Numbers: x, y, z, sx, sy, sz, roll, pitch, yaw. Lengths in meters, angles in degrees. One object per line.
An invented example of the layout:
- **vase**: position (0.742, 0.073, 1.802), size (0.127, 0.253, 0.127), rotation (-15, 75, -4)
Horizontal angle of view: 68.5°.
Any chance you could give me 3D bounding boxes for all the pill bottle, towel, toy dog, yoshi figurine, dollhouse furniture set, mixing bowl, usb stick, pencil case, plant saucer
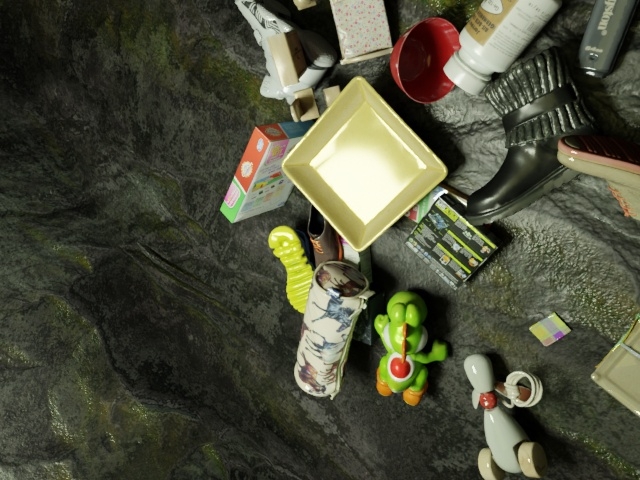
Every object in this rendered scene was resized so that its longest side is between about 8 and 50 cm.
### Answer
- **pill bottle**: position (0.369, -0.430, 0.984), size (0.131, 0.131, 0.229), rotation (48, 130, 14)
- **towel**: position (0.565, 0.220, 1.161), size (0.060, 0.009, 0.083), rotation (50, 130, 14)
- **toy dog**: position (0.495, 0.468, 1.253), size (0.220, 0.161, 0.334), rotation (2, 93, 42)
- **yoshi figurine**: position (0.250, 0.291, 1.363), size (0.203, 0.203, 0.362), rotation (-128, 28, -48)
- **dollhouse furniture set**: position (0.074, -0.466, 1.126), size (0.355, 0.174, 0.303), rotation (-11, 117, 13)
- **dollhouse furniture set**: position (0.774, 0.322, 0.995), size (0.301, 0.151, 0.197), rotation (44, 110, 39)
- **mixing bowl**: position (0.232, -0.419, 1.097), size (0.098, 0.181, 0.181), rotation (-138, 45, -58)
- **usb stick**: position (0.557, -0.452, 0.879), size (0.077, 0.045, 0.278), rotation (25, 122, 29)
- **pencil case**: position (0.030, 0.275, 1.395), size (0.183, 0.160, 0.410), rotation (38, 128, 40)
- **plant saucer**: position (0.111, -0.195, 1.240), size (0.333, 0.081, 0.333), rotation (48, 118, 4)

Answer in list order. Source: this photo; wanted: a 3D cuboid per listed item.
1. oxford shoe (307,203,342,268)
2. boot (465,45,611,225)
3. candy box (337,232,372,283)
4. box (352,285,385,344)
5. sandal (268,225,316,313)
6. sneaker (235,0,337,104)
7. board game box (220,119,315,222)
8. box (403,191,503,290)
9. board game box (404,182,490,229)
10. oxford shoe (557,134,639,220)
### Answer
- **oxford shoe**: position (0.000, 0.000, 1.380), size (0.097, 0.098, 0.271), rotation (12, 113, 36)
- **boot**: position (0.417, -0.215, 1.026), size (0.348, 0.131, 0.260), rotation (-35, 91, 31)
- **candy box**: position (0.071, 0.022, 1.447), size (0.159, 0.071, 0.233), rotation (8, 111, 37)
- **box**: position (0.114, 0.220, 1.476), size (0.158, 0.093, 0.156), rotation (12, 114, 35)
- **sandal**: position (-0.062, 0.088, 1.550), size (0.126, 0.138, 0.317), rotation (-12, 103, 15)
- **sneaker**: position (-0.134, -0.540, 1.347), size (0.366, 0.137, 0.210), rotation (43, 126, 14)
- **board game box**: position (-0.148, -0.210, 1.421), size (0.064, 0.242, 0.316), rotation (46, 129, 16)
- **box**: position (0.332, 0.005, 1.204), size (0.190, 0.045, 0.184), rotation (44, 131, 17)
- **board game box**: position (0.315, -0.081, 1.234), size (0.259, 0.039, 0.124), rotation (32, 125, 23)
- **oxford shoe**: position (0.592, -0.095, 0.870), size (0.348, 0.123, 0.130), rotation (19, 129, 2)
